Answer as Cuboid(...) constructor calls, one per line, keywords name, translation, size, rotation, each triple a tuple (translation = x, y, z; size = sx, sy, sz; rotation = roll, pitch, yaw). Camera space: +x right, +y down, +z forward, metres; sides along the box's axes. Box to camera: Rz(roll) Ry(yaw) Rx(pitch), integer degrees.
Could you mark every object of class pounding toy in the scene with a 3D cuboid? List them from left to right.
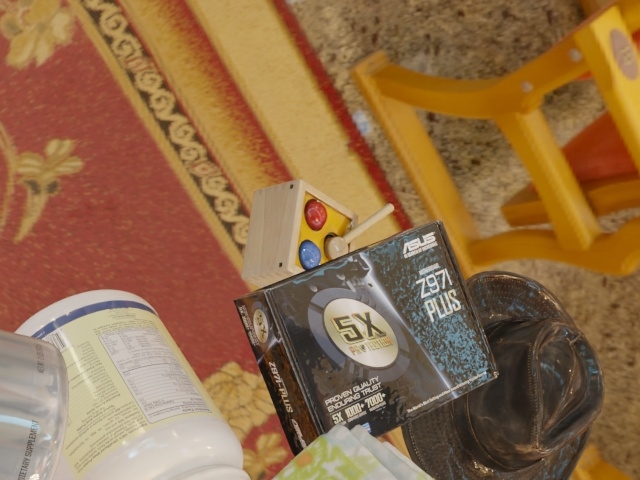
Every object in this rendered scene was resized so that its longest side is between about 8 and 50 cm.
Cuboid(name="pounding toy", translation=(0.000, 0.000, 1.163), size=(0.141, 0.100, 0.130), rotation=(29, 60, -44))

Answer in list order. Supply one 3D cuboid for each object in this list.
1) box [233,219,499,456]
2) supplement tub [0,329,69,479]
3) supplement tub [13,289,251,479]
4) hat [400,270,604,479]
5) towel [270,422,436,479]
Cuboid(name="box", translation=(0.041, 0.083, 0.863), size=(0.180, 0.077, 0.147), rotation=(-21, 91, -26))
Cuboid(name="supplement tub", translation=(-0.390, 0.145, 0.846), size=(0.316, 0.193, 0.194), rotation=(17, 85, -28))
Cuboid(name="supplement tub", translation=(-0.241, 0.246, 1.255), size=(0.235, 0.325, 0.235), rotation=(-27, 147, -19))
Cuboid(name="hat", translation=(0.266, 0.196, 1.262), size=(0.331, 0.134, 0.331), rotation=(5, 81, -32))
Cuboid(name="towel", translation=(-0.019, 0.295, 0.553), size=(0.374, 0.320, 0.090), rotation=(-43, 117, -11))
